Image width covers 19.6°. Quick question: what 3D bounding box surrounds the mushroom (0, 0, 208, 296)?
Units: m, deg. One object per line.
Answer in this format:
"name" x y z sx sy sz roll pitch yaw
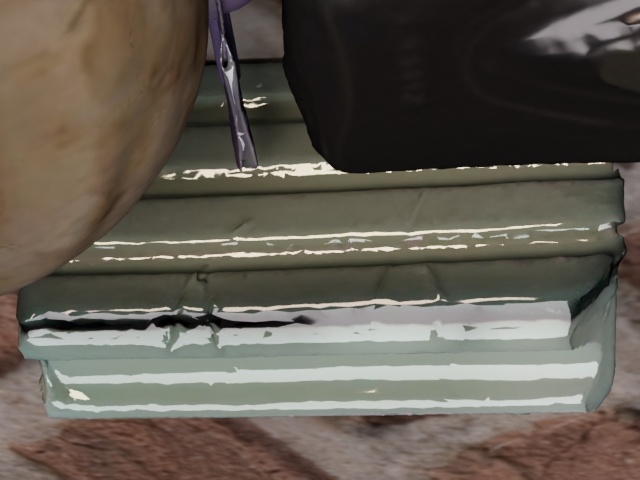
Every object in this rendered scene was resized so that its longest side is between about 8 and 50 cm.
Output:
"mushroom" -0.186 -0.085 0.546 0.297 0.290 0.297 33 151 21

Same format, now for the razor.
"razor" 0.155 -0.103 0.682 0.349 0.113 0.204 1 144 5

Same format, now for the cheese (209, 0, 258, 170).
"cheese" -0.044 -0.115 0.690 0.042 0.105 0.191 -10 149 -3

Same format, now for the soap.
"soap" 0.000 0.000 0.809 0.261 0.150 0.094 -2 142 7
